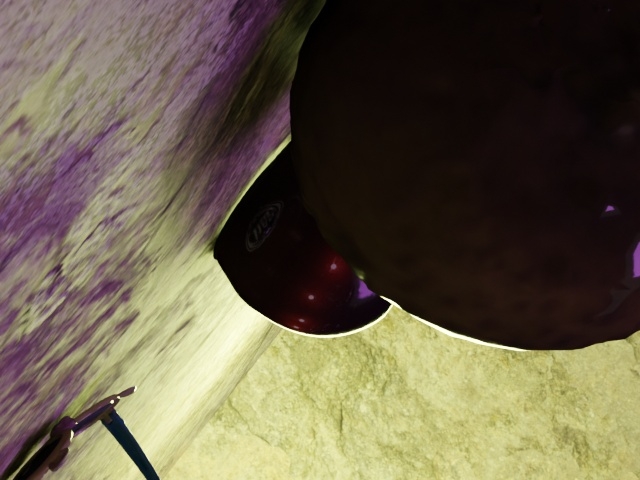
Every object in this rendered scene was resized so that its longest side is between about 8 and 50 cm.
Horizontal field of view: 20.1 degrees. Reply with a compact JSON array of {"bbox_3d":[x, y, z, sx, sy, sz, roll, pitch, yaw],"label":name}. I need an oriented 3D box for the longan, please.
[{"bbox_3d":[0.165,-0.106,1.441,0.391,0.391,0.391,-53,176,-6],"label":"longan"}]

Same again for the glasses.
[{"bbox_3d":[-0.207,0.265,1.676,0.088,0.220,0.189,-13,-167,20],"label":"glasses"}]

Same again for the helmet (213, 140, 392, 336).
[{"bbox_3d":[0.000,0.000,1.825,0.216,0.193,0.189,21,111,-41],"label":"helmet"}]
